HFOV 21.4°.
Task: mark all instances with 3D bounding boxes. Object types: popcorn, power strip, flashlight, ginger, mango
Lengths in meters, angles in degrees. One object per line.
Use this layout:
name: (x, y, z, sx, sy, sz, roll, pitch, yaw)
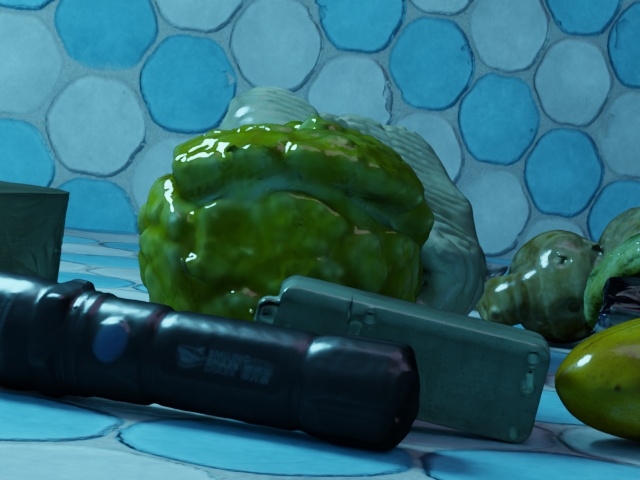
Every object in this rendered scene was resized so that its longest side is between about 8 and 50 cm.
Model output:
popcorn: (-0.038, 0.010, 1.579, 0.282, 0.282, 0.247, 6, 4, 3)
power strip: (0.046, 0.095, 1.435, 0.288, 0.093, 0.053, 14, 13, 0)
flashlight: (-0.120, 0.099, 1.389, 0.424, 0.103, 0.103, 9, 4, 21)
ginger: (0.388, 0.049, 2.248, 0.375, 0.176, 0.256, -14, 4, 5)
mango: (0.319, 0.122, 1.492, 0.252, 0.126, 0.154, -3, 18, -24)

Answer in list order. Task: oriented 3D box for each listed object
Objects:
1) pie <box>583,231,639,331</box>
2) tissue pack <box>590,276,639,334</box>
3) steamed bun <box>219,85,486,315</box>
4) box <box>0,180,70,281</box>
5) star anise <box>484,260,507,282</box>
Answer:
pie: (0.449, 0.080, 2.060, 0.277, 0.078, 0.277, 6, -39, 5)
tissue pack: (0.413, 0.117, 1.821, 0.245, 0.123, 0.332, 10, 7, 10)
steamed bun: (0.000, 0.000, 1.953, 0.342, 0.255, 0.367, 23, 27, -19)
box: (-0.417, 0.005, 1.990, 0.149, 0.155, 0.231, 10, 3, 16)
star anise: (0.166, 0.048, 2.682, 0.236, 0.109, 0.223, 19, -2, 0)
